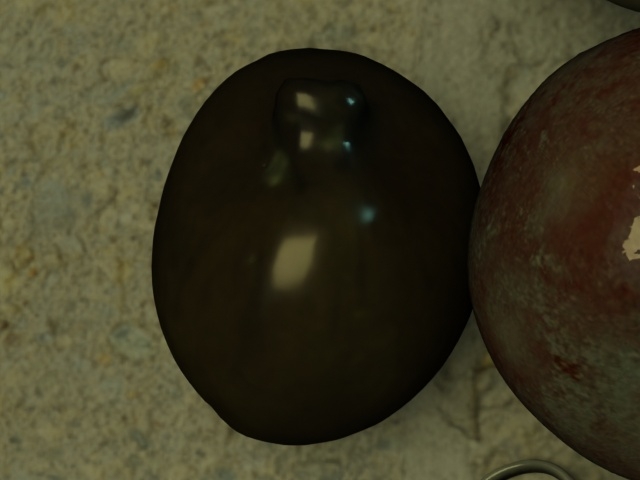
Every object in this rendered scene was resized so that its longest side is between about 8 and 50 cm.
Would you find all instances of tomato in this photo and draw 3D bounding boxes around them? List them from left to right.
[{"bbox_3d":[0.254,0.008,1.082,0.316,0.317,0.282,-48,34,6],"label":"tomato"}]

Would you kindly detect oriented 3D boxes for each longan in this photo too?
[{"bbox_3d":[0.000,0.000,1.182,0.243,0.300,0.300,0,83,-5],"label":"longan"}]

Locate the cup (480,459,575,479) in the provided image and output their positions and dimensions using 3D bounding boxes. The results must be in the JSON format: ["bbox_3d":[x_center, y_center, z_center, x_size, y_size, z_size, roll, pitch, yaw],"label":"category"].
[{"bbox_3d":[0.155,0.229,1.195,0.133,0.099,0.136,-20,79,14],"label":"cup"}]

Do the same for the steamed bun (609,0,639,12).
[{"bbox_3d":[0.285,-0.314,1.079,0.374,0.374,0.241,-38,36,9],"label":"steamed bun"}]
